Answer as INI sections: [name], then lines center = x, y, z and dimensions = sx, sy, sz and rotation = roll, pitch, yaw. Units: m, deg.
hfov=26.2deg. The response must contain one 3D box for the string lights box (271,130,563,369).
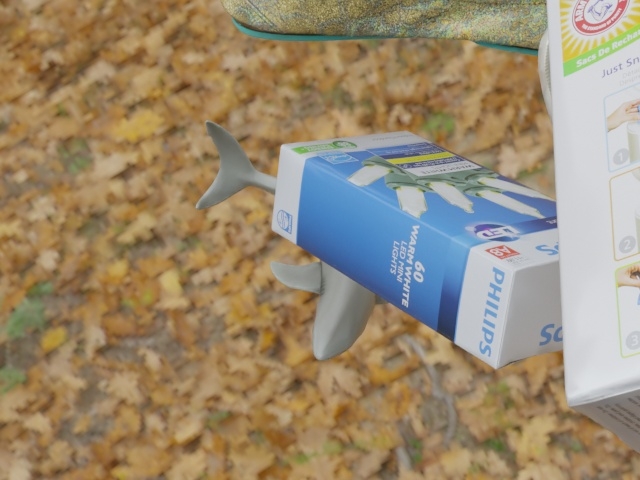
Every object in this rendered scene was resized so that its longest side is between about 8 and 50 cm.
[string lights box]
center = 0.094, -0.002, 1.012
dimensions = 0.133, 0.076, 0.260
rotation = -10, 27, -36

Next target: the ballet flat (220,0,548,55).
[ballet flat]
center = 0.100, -0.202, 1.019
dimensions = 0.349, 0.123, 0.123
rotation = 1, 35, -15

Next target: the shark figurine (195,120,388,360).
[shark figurine]
center = 0.002, -0.021, 1.397
dimensions = 0.166, 0.116, 0.278
rotation = -17, 56, -30

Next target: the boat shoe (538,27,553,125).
[boat shoe]
center = 0.249, -0.010, 0.808
dimensions = 0.116, 0.324, 0.097
rotation = -36, 4, 4

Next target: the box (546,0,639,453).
[box]
center = 0.166, -0.019, 0.556
dimensions = 0.103, 0.114, 0.203
rotation = -21, 52, 34
